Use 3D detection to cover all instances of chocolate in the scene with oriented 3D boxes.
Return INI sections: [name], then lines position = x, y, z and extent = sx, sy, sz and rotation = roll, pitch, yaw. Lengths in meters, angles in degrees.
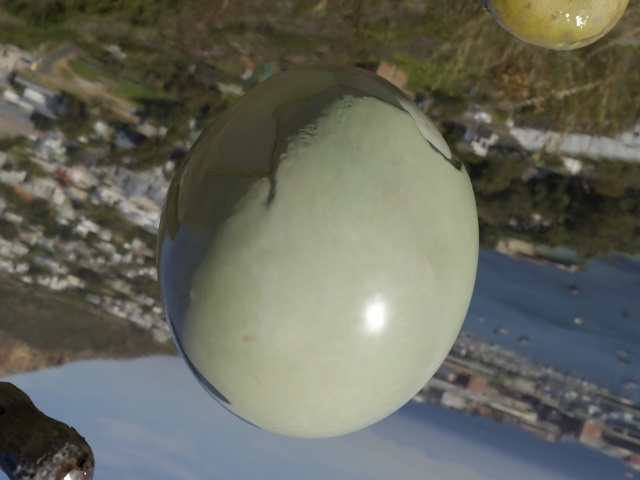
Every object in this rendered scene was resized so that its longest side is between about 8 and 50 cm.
[chocolate]
position = -0.402, 0.264, 1.408
extent = 0.248, 0.110, 0.110
rotation = 30, 178, 29

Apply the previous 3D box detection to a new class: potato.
[potato]
position = 0.262, -0.351, 1.208
extent = 0.229, 0.266, 0.229
rotation = -6, -171, 1

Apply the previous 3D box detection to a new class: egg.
[egg]
position = 0.000, 0.000, 0.907
extent = 0.278, 0.278, 0.336
rotation = 19, 129, 8
